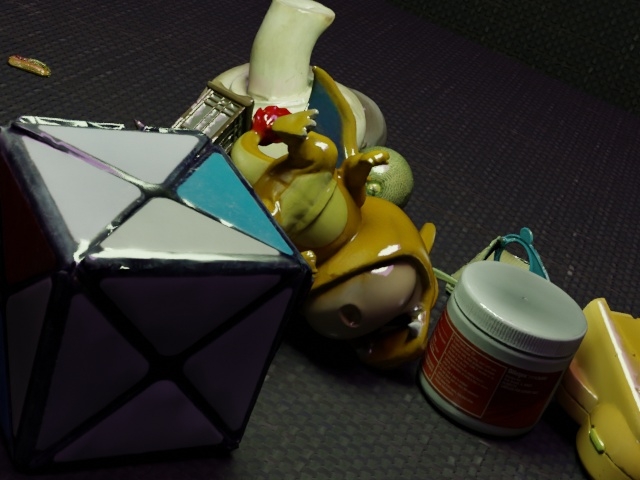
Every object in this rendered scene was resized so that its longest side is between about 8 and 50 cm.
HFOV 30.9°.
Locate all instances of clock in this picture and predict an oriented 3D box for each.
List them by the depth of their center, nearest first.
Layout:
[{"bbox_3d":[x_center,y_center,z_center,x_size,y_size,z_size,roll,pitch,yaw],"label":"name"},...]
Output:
[{"bbox_3d":[0.489,0.263,1.707,0.244,0.200,0.317,9,37,-18],"label":"clock"}]

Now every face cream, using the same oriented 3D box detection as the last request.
[{"bbox_3d":[0.264,0.160,1.708,0.201,0.187,0.201,17,26,-9],"label":"face cream"}]

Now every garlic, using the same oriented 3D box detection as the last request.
[{"bbox_3d":[0.008,-0.246,2.358,0.279,0.132,0.325,13,32,-36],"label":"garlic"}]

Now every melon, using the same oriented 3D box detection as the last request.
[{"bbox_3d":[0.103,-0.104,2.137,0.139,0.139,0.192,22,10,1],"label":"melon"}]

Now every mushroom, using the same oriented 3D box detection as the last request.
[{"bbox_3d":[-0.062,-0.234,2.091,0.315,0.356,0.315,26,-11,5],"label":"mushroom"}]

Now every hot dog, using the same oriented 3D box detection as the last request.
[{"bbox_3d":[-0.555,-0.335,2.214,0.083,0.021,0.037,16,28,-9],"label":"hot dog"}]

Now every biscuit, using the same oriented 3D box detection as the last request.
[{"bbox_3d":[0.314,0.075,2.066,0.121,0.040,0.199,32,32,20],"label":"biscuit"}]

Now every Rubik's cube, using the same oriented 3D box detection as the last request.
[{"bbox_3d":[-0.233,0.056,1.393,0.310,0.307,0.305,2,33,-34],"label":"Rubik's cube"}]

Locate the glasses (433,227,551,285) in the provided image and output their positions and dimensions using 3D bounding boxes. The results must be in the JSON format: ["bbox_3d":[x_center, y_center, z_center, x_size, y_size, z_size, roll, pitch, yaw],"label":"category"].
[{"bbox_3d":[0.279,0.088,1.939,0.207,0.102,0.239,-11,45,0],"label":"glasses"}]

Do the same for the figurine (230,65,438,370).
[{"bbox_3d":[0.023,-0.029,1.712,0.268,0.401,0.387,0,-35,47],"label":"figurine"}]

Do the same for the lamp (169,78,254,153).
[{"bbox_3d":[-0.227,-0.116,1.816,0.089,0.090,0.325,29,56,16],"label":"lamp"}]

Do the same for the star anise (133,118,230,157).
[{"bbox_3d":[-0.238,-0.089,1.914,0.272,0.102,0.272,5,51,-6],"label":"star anise"}]
